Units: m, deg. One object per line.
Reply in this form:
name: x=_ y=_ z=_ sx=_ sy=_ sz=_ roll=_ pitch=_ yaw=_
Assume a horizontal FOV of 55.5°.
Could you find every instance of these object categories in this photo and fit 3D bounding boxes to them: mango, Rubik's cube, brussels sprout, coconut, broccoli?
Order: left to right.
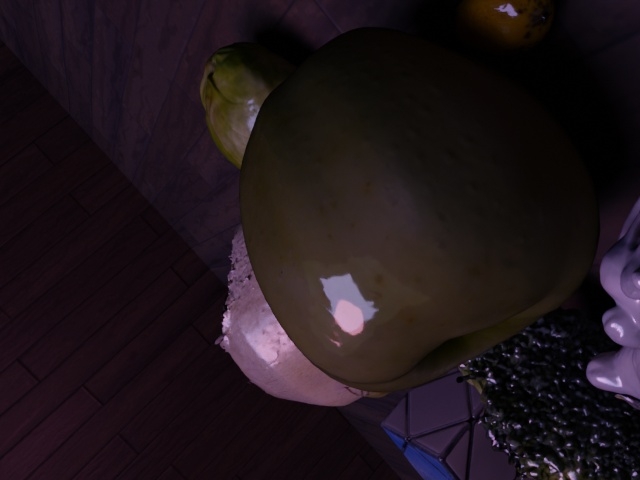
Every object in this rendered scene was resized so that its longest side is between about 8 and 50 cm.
brussels sprout: x=-0.088 y=-0.196 z=0.909 sx=0.223 sy=0.161 sz=0.223 roll=45 pitch=165 yaw=15
coconut: x=0.022 y=0.059 z=0.955 sx=0.346 sy=0.360 sz=0.346 roll=44 pitch=-162 yaw=-18
Rubik's cube: x=0.291 y=0.403 z=1.270 sx=0.205 sy=0.207 sz=0.205 roll=53 pitch=161 yaw=-23
mango: x=0.160 y=-0.200 z=0.546 sx=0.079 sy=0.057 sz=0.114 roll=41 pitch=168 yaw=-17
broccoli: x=0.327 y=0.233 z=0.859 sx=0.353 sy=0.275 sz=0.397 roll=62 pitch=175 yaw=24

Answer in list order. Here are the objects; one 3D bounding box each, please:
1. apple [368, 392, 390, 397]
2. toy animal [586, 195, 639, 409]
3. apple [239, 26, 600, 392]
apple: x=0.113 y=0.257 z=1.387 sx=0.200 sy=0.200 sz=0.200 roll=40 pitch=160 yaw=17
toy animal: x=0.358 y=0.073 z=0.523 sx=0.249 sy=0.174 sz=0.289 roll=49 pitch=166 yaw=31
apple: x=0.085 y=-0.028 z=0.629 sx=0.357 sy=0.357 sz=0.357 roll=40 pitch=160 yaw=17
